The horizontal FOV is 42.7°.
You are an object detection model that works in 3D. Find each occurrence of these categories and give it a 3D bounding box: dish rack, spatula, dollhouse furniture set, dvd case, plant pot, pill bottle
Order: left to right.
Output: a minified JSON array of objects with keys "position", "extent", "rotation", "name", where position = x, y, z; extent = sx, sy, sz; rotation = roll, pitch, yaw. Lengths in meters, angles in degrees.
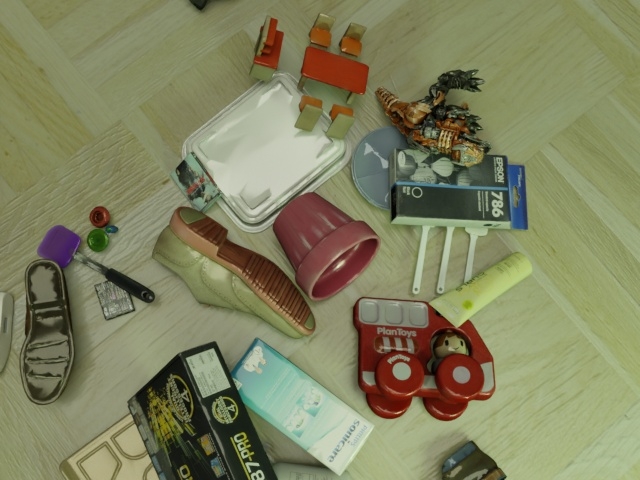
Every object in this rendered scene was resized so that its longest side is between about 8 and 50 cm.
[{"position":[-0.488,0.058,1.796],"extent":[0.296,0.030,0.084],"rotation":[28,85,7],"name":"spatula"},{"position":[-0.278,-0.127,1.838],"extent":[0.087,0.013,0.119],"rotation":[-40,84,35],"name":"dvd case"},{"position":[-0.122,-0.211,1.861],"extent":[0.333,0.072,0.285],"rotation":[-40,85,-8],"name":"dish rack"},{"position":[-0.058,0.530,1.701],"extent":[0.229,0.131,0.131],"rotation":[8,80,-1],"name":"pill bottle"},{"position":[-0.017,-0.391,1.810],"extent":[0.259,0.135,0.262],"rotation":[14,64,-13],"name":"dollhouse furniture set"},{"position":[0.000,0.000,1.777],"extent":[0.201,0.201,0.180],"rotation":[-38,69,-9],"name":"plant pot"},{"position":[0.292,0.014,1.856],"extent":[0.168,0.019,0.242],"rotation":[12,79,-13],"name":"spatula"}]

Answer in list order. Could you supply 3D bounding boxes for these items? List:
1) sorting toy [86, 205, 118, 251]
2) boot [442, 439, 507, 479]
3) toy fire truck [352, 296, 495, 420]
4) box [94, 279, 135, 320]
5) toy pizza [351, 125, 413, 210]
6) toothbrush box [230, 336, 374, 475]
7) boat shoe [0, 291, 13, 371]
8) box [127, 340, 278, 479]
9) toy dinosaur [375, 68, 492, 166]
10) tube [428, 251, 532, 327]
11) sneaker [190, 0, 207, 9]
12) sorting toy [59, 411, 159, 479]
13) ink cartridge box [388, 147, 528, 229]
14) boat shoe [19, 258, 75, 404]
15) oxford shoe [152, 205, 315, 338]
[{"position":[-0.483,-0.025,1.827],"extent":[0.061,0.042,0.101],"rotation":[4,92,13],"name":"sorting toy"},{"position":[0.281,0.528,1.762],"extent":[0.219,0.082,0.106],"rotation":[-33,61,-4],"name":"boot"},{"position":[0.222,0.241,1.764],"extent":[0.302,0.169,0.253],"rotation":[3,61,-3],"name":"toy fire truck"},{"position":[-0.454,0.127,1.808],"extent":[0.067,0.018,0.083],"rotation":[-20,82,-6],"name":"box"},{"position":[0.168,-0.164,1.883],"extent":[0.201,0.032,0.201],"rotation":[1,81,-8],"name":"toy pizza"},{"position":[-0.048,0.338,1.693],"extent":[0.295,0.216,0.126],"rotation":[36,81,2],"name":"toothbrush box"},{"position":[-0.709,0.200,1.761],"extent":[0.063,0.066,0.184],"rotation":[0,82,11],"name":"boat shoe"},{"position":[-0.219,0.432,1.599],"extent":[0.097,0.318,0.394],"rotation":[-17,75,-36],"name":"box"},{"position":[0.253,-0.279,1.821],"extent":[0.218,0.164,0.322],"rotation":[-36,72,-26],"name":"toy dinosaur"},{"position":[0.361,0.106,1.808],"extent":[0.240,0.070,0.062],"rotation":[-29,96,-19],"name":"tube"},{"position":[-0.207,-0.640,1.932],"extent":[0.267,0.101,0.106],"rotation":[-29,105,-8],"name":"sneaker"},{"position":[-0.370,0.529,1.729],"extent":[0.229,0.041,0.307],"rotation":[-35,84,-17],"name":"sorting toy"},{"position":[0.321,-0.114,1.845],"extent":[0.333,0.065,0.165],"rotation":[2,75,-11],"name":"ink cartridge box"},{"position":[-0.575,0.196,1.750],"extent":[0.111,0.104,0.307],"rotation":[2,78,-12],"name":"boat shoe"},{"position":[-0.187,0.096,1.793],"extent":[0.397,0.140,0.146],"rotation":[40,111,-1],"name":"oxford shoe"}]
